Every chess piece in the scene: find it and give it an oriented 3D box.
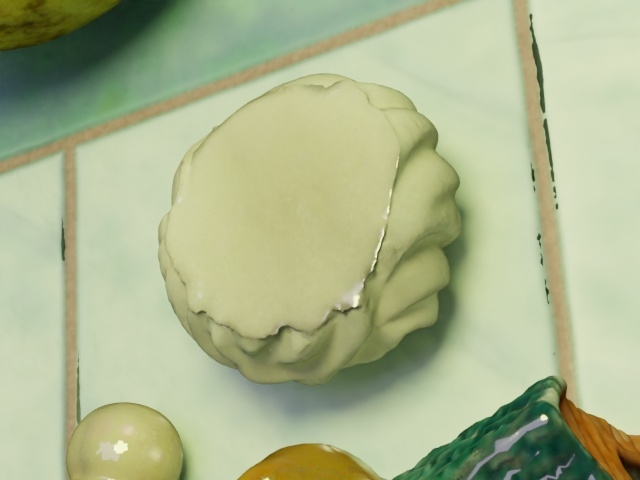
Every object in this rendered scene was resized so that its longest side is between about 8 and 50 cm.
[{"bbox_3d":[-0.129,0.176,1.028,0.094,0.094,0.171,-4,65,33],"label":"chess piece"}]

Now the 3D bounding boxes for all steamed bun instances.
[{"bbox_3d":[0.000,0.000,1.001,0.182,0.106,0.183,-10,69,28],"label":"steamed bun"}]

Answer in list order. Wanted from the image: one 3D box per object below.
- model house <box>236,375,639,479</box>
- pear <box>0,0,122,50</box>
[{"bbox_3d":[0.066,0.185,0.769,0.271,0.301,0.190,-37,48,16],"label":"model house"},{"bbox_3d":[-0.225,-0.265,1.141,0.304,0.304,0.304,-13,64,29],"label":"pear"}]
